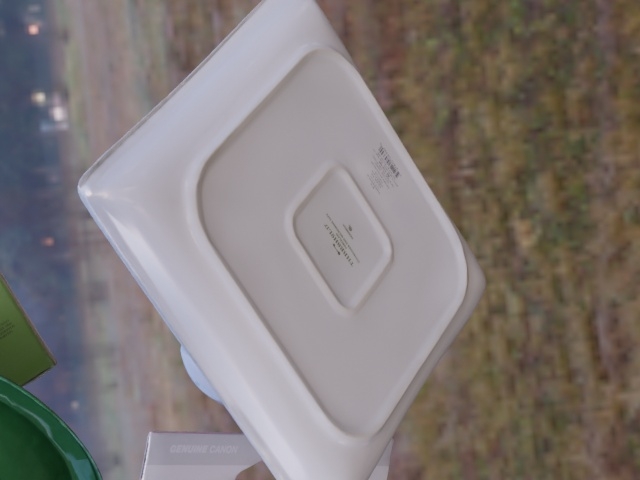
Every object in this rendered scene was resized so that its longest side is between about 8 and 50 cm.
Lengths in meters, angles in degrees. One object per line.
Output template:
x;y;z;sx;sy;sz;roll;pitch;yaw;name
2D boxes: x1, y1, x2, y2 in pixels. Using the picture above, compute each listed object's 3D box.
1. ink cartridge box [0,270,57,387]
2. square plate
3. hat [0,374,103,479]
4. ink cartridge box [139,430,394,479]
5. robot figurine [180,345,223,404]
-0.221;-0.003;0.898;0.109;0.062;0.209;51;167;32;ink cartridge box
0.000;0.000;1.346;0.347;0.049;0.344;57;-137;-18;square plate
-0.211;0.169;0.796;0.208;0.173;0.183;47;-153;-27;hat
-0.073;0.290;1.443;0.066;0.296;0.261;9;90;46;ink cartridge box
-0.049;0.013;1.463;0.209;0.173;0.278;-33;-61;-63;robot figurine
